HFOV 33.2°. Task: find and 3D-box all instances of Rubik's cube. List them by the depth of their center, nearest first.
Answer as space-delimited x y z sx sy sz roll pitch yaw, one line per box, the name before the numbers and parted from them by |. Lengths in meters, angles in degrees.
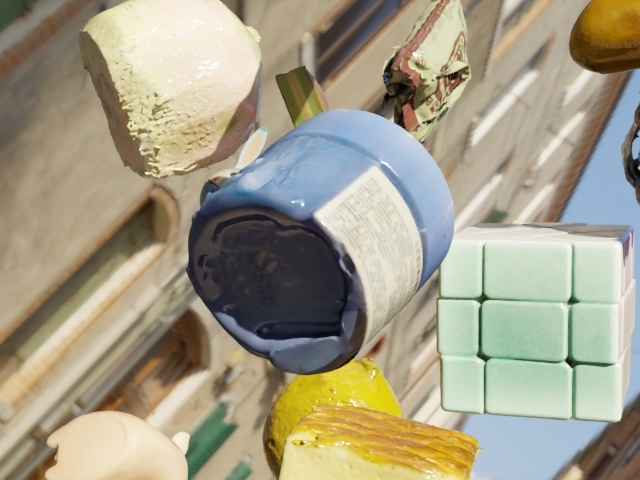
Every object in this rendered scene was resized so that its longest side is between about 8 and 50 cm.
Rubik's cube | 0.401 0.136 1.966 0.322 0.315 0.319 0 7 20

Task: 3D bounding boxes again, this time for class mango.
mango | 0.511 -0.353 1.746 0.221 0.120 0.151 -5 -81 26

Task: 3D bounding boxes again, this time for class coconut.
coconut | -0.286 -0.349 2.247 0.405 0.404 0.404 38 -18 15

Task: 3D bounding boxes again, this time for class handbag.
handbag | 0.170 -0.271 1.716 0.127 0.235 0.213 21 -36 25

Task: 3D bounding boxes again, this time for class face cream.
face cream | 0.000 0.000 1.243 0.249 0.225 0.249 17 -54 26

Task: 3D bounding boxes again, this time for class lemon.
lemon | 0.029 0.352 1.975 0.253 0.310 0.253 31 11 -6

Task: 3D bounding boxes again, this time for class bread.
bread | 0.081 0.374 1.581 0.279 0.207 0.279 14 5 16
bread | -0.034 -0.276 2.158 0.139 0.074 0.084 51 30 -60

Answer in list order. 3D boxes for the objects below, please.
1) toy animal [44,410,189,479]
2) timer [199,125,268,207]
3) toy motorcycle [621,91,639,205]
toy animal | -0.389 0.458 2.146 0.256 0.213 0.195 50 20 -49
timer | -0.176 -0.129 2.503 0.175 0.255 0.175 33 18 -12
toy motorcycle | 0.625 -0.152 1.804 0.319 0.182 0.241 35 50 -87
